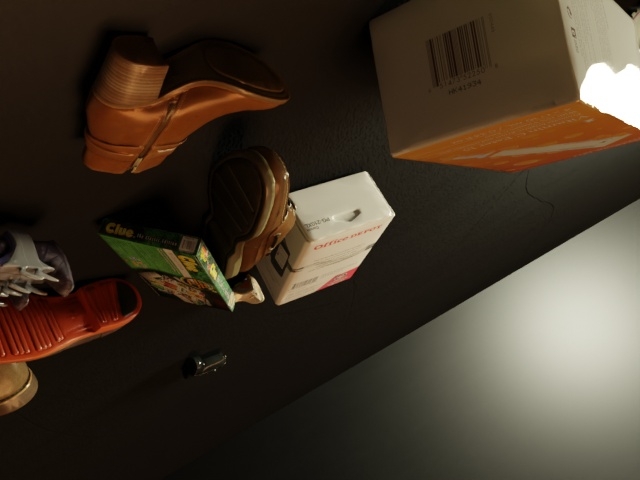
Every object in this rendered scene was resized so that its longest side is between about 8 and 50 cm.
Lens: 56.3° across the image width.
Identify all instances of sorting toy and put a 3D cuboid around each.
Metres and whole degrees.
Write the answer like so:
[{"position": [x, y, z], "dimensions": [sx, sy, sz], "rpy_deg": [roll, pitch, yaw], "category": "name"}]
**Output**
[{"position": [-0.159, 0.103, 1.168], "dimensions": [0.075, 0.045, 0.083], "rpy_deg": [-23, 160, 1], "category": "sorting toy"}]

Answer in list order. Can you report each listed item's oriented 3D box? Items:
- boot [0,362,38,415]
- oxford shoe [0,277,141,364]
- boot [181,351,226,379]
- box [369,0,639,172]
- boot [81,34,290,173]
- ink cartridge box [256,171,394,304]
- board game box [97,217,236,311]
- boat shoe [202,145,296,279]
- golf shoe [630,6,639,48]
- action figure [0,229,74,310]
[{"position": [-0.577, 0.218, 0.843], "dimensions": [0.305, 0.112, 0.115], "rpy_deg": [-20, 127, -14], "category": "boot"}, {"position": [-0.392, 0.129, 0.846], "dimensions": [0.271, 0.097, 0.098], "rpy_deg": [-8, 156, -44], "category": "oxford shoe"}, {"position": [-0.275, 0.297, 1.448], "dimensions": [0.099, 0.045, 0.121], "rpy_deg": [-13, 161, -32], "category": "boot"}, {"position": [0.253, -0.197, 0.747], "dimensions": [0.215, 0.169, 0.345], "rpy_deg": [-13, 174, 40], "category": "box"}, {"position": [-0.142, -0.129, 0.619], "dimensions": [0.197, 0.073, 0.152], "rpy_deg": [1, 144, -34], "category": "boot"}, {"position": [0.000, 0.000, 1.053], "dimensions": [0.171, 0.100, 0.237], "rpy_deg": [-19, 158, -27], "category": "ink cartridge box"}, {"position": [-0.209, 0.044, 0.869], "dimensions": [0.136, 0.030, 0.260], "rpy_deg": [14, 159, 7], "category": "board game box"}, {"position": [-0.092, -0.047, 0.839], "dimensions": [0.104, 0.111, 0.307], "rpy_deg": [-23, 168, -27], "category": "boat shoe"}, {"position": [0.644, -0.400, 0.940], "dimensions": [0.115, 0.140, 0.306], "rpy_deg": [-6, 148, -44], "category": "golf shoe"}, {"position": [-0.393, 0.013, 0.576], "dimensions": [0.185, 0.099, 0.285], "rpy_deg": [-32, 157, 20], "category": "action figure"}]
